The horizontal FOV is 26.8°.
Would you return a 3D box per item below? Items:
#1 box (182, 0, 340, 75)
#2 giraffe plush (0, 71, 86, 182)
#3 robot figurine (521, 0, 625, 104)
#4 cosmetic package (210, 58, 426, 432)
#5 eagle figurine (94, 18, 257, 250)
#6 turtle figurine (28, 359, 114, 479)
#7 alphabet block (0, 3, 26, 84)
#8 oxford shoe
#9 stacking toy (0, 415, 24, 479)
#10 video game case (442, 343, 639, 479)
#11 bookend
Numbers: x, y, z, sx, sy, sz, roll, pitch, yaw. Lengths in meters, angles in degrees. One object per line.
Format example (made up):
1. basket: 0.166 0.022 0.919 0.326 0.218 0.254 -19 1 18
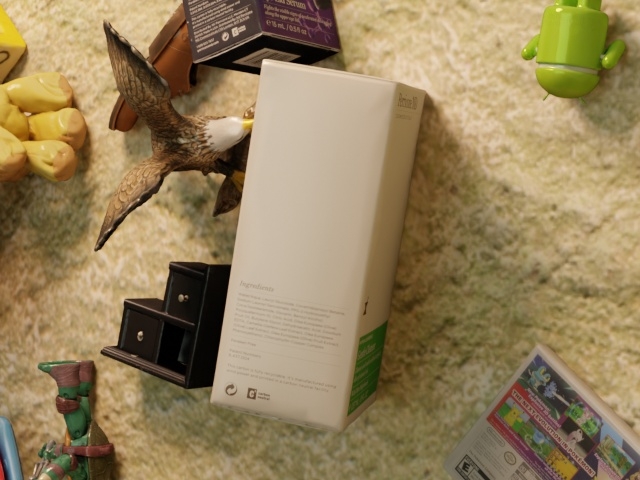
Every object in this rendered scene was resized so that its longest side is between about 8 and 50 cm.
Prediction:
1. box: -0.078 -0.307 1.560 0.108 0.153 0.207 -17 80 35
2. giraffe plush: -0.439 -0.128 1.829 0.170 0.210 0.181 127 155 -50
3. robot figurine: 0.255 -0.197 1.365 0.101 0.067 0.115 10 95 28
4. cosmetic package: 0.000 0.000 1.451 0.155 0.197 0.365 11 97 13
5. eagle figurine: -0.170 -0.113 1.535 0.225 0.298 0.226 -48 63 27
6. turtle figurine: -0.330 0.275 1.767 0.175 0.118 0.234 163 106 -77
7. alphabet block: -0.570 -0.277 1.902 0.197 0.192 0.193 -47 65 25
8. oxford shoe: -0.203 -0.201 1.708 0.076 0.076 0.212 35 128 -11
9. stacking toy: -0.557 0.345 1.804 0.175 0.302 0.165 -28 70 51
10. video game case: 0.245 0.240 1.395 0.201 0.023 0.183 47 115 28
11. bookend: -0.184 0.088 1.683 0.156 0.072 0.157 17 99 36
